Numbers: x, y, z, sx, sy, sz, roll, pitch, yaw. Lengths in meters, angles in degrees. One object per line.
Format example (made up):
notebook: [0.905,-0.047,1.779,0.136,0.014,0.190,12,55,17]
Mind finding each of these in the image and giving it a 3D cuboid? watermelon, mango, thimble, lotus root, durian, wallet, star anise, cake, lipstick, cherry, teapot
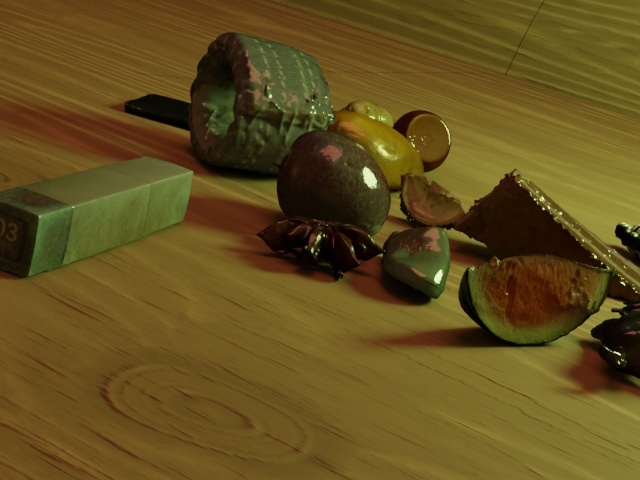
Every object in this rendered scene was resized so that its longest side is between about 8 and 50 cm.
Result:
watermelon: [0.249,0.065,1.700,0.245,0.119,0.063,3,30,-34]
mango: [0.080,-0.135,2.284,0.227,0.109,0.147,21,19,-37]
thimble: [-0.093,-0.209,2.211,0.172,0.205,0.236,8,16,-24]
lotus root: [0.084,-0.236,2.723,0.152,0.063,0.072,6,26,-37]
durian: [0.160,-0.051,2.129,0.130,0.066,0.052,36,35,25]
wallet: [-0.207,-0.210,2.455,0.244,0.025,0.124,17,16,11]
star anise: [0.000,0.000,1.832,0.168,0.057,0.168,13,17,-4]
cake: [0.349,-0.005,2.046,0.295,0.113,0.116,29,23,2]
lipstick: [-0.271,-0.036,1.693,0.079,0.076,0.371,18,16,17]
cherry: [0.017,-0.076,1.960,0.176,0.140,0.176,21,3,-1]
teapot: [0.164,-0.170,2.504,0.173,0.116,0.116,-24,31,-21]

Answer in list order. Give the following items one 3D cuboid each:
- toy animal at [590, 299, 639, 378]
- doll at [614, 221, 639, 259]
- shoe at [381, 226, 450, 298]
toy animal: [0.390,0.130,1.700,0.148,0.084,0.232,6,14,18]
doll: [0.535,0.017,2.206,0.091,0.067,0.219,11,17,-25]
shoe: [0.127,0.013,1.840,0.079,0.078,0.195,27,9,-8]
